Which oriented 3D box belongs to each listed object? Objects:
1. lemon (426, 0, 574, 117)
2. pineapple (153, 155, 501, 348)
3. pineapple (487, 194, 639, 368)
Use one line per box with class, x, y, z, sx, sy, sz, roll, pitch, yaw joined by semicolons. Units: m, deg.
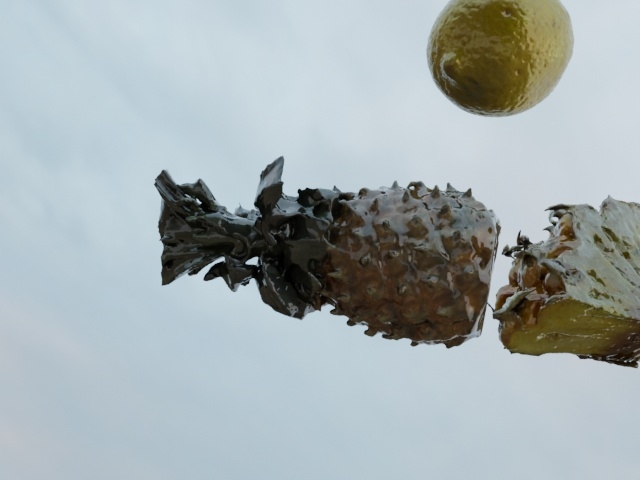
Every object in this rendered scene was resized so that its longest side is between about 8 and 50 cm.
lemon;0.290;-0.316;1.829;0.228;0.253;0.228;45;-23;26
pineapple;0.000;0.000;0.978;0.310;0.141;0.170;9;-43;8
pineapple;0.281;0.045;1.117;0.186;0.236;0.114;52;-36;7
